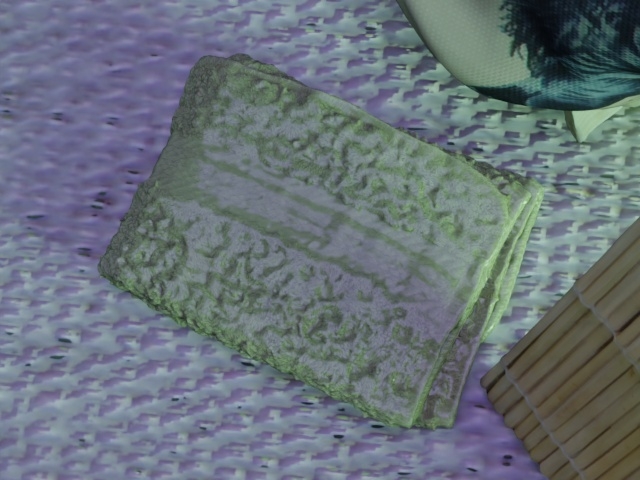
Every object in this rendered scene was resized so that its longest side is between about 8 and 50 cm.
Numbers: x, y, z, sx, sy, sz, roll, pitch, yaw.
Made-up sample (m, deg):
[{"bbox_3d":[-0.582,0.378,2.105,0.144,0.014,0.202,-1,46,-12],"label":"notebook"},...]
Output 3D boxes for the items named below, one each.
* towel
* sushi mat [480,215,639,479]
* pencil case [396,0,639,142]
[{"bbox_3d":[0.000,0.000,0.660,0.148,0.027,0.110,23,79,9],"label":"towel"},{"bbox_3d":[0.145,0.043,0.497,0.019,0.316,0.151,-25,75,-26],"label":"sushi mat"},{"bbox_3d":[0.189,-0.101,0.486,0.160,0.183,0.410,-50,32,-18],"label":"pencil case"}]
